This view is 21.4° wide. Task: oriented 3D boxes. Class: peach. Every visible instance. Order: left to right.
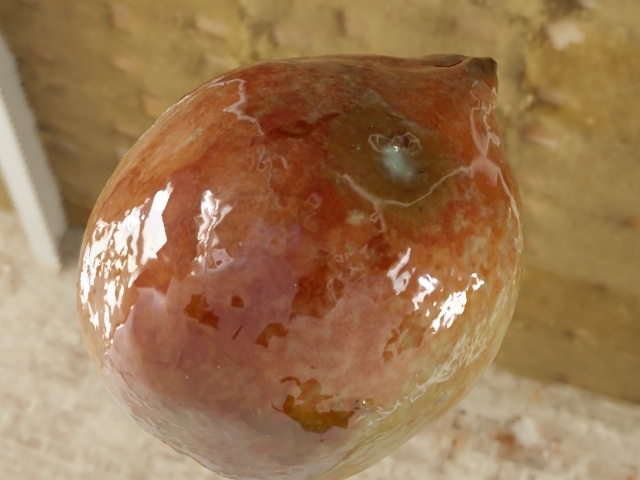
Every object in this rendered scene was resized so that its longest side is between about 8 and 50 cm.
[{"bbox_3d":[0.000,0.000,0.887,0.232,0.257,0.232,34,10,-7],"label":"peach"}]
